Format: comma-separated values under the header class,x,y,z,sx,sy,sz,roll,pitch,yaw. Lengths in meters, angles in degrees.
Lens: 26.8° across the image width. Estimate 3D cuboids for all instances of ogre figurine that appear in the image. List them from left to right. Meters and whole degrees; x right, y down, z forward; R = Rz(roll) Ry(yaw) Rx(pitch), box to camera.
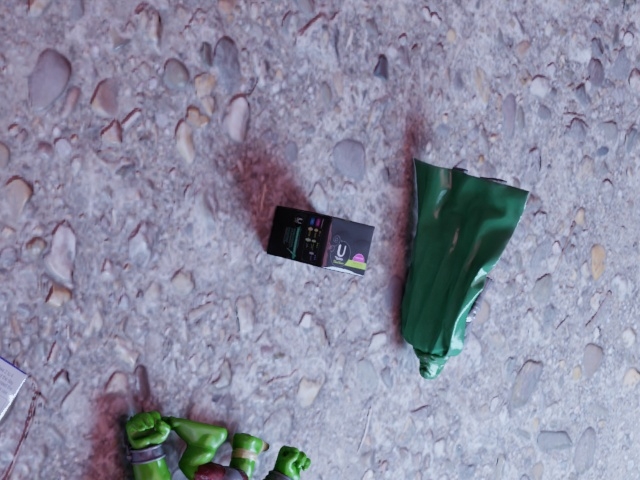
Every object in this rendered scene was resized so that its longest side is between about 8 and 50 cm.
class,x,y,z,sx,sy,sz,roll,pitch,yaw
ogre figurine,-0.103,0.235,1.261,0.197,0.097,0.118,31,65,-53

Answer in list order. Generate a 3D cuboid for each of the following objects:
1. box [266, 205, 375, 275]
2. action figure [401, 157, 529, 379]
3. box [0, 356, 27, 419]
class,x,y,z,sx,sy,sz,roll,pitch,yaw
box,0.000,0.000,1.313,0.062,0.083,0.052,12,90,-44
action figure,0.139,0.040,1.443,0.063,0.137,0.232,-3,109,-55
box,-0.325,0.126,1.048,0.126,0.072,0.137,43,70,-39
